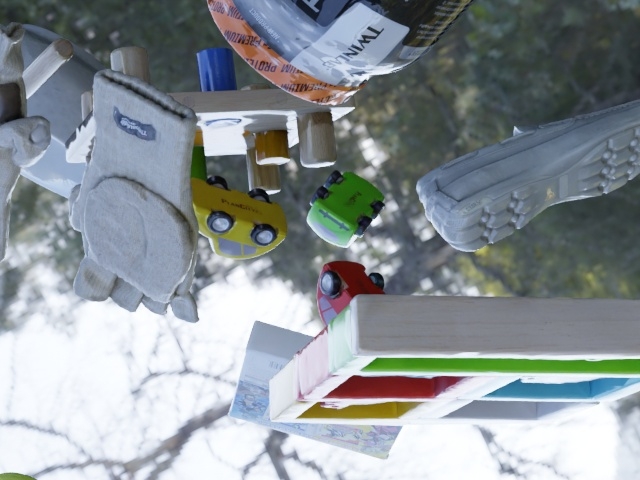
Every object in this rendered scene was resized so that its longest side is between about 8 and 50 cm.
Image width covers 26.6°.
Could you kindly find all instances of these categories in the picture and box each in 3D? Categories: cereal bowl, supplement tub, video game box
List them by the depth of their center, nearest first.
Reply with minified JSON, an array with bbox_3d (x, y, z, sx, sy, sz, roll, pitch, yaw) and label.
[{"bbox_3d":[0.061,-0.261,1.019,0.193,0.316,0.193,29,-146,-22],"label":"supplement tub"},{"bbox_3d":[0.004,0.179,1.589,0.187,0.205,0.048,109,177,-55],"label":"video game box"},{"bbox_3d":[-0.364,-0.180,1.779,0.339,0.141,0.339,28,165,8],"label":"cereal bowl"}]

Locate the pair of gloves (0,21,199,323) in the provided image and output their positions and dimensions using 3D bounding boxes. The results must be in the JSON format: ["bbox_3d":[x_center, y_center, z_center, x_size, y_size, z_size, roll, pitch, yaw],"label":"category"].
[{"bbox_3d":[-0.180,-0.051,0.914,0.042,0.240,0.204,-47,-29,-44],"label":"pair of gloves"}]

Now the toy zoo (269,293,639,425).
[{"bbox_3d":[0.080,0.079,0.790,0.293,0.192,0.030,129,142,-70],"label":"toy zoo"}]

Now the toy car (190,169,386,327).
[{"bbox_3d":[0.000,0.000,1.259,0.239,0.053,0.225,35,-150,5],"label":"toy car"}]

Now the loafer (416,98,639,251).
[{"bbox_3d":[0.263,-0.097,1.563,0.111,0.319,0.112,57,162,37],"label":"loafer"}]

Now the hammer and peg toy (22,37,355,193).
[{"bbox_3d":[-0.170,-0.113,1.378,0.266,0.361,0.127,161,104,-69],"label":"hammer and peg toy"}]

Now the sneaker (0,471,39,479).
[{"bbox_3d":[-0.255,0.358,1.479,0.295,0.109,0.123,19,-149,2],"label":"sneaker"}]
